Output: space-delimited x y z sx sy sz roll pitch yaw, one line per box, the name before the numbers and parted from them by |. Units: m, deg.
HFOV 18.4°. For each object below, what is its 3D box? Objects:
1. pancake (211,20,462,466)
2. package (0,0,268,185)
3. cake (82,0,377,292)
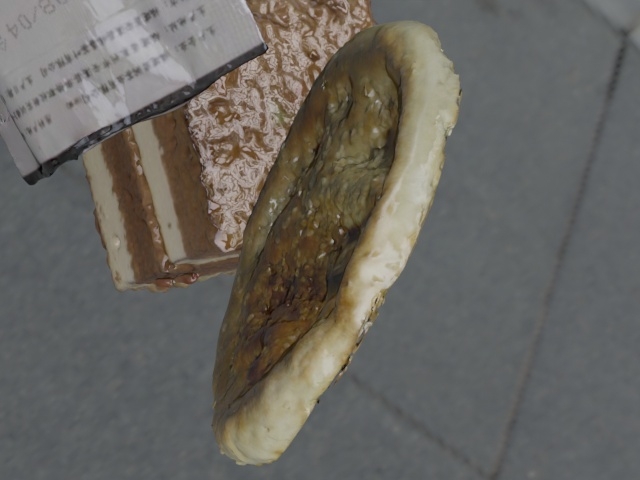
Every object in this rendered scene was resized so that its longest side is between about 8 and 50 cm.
pancake | 0.002 0.001 1.429 0.065 0.356 0.356 22 51 -18
package | -0.173 -0.165 1.356 0.062 0.251 0.204 -30 93 -54
cake | -0.086 -0.098 2.038 0.256 0.290 0.282 -10 80 -29
